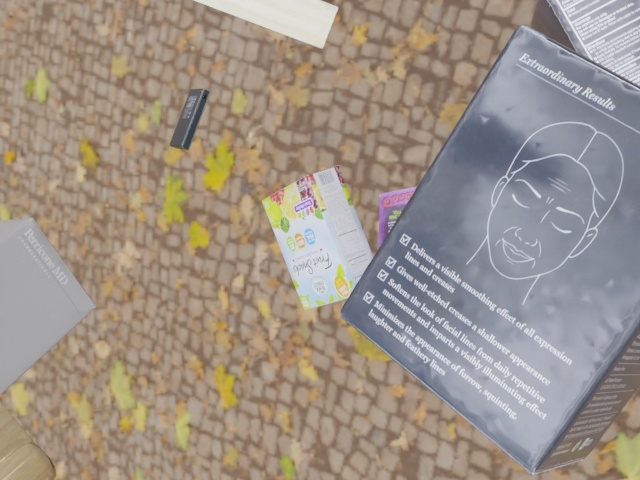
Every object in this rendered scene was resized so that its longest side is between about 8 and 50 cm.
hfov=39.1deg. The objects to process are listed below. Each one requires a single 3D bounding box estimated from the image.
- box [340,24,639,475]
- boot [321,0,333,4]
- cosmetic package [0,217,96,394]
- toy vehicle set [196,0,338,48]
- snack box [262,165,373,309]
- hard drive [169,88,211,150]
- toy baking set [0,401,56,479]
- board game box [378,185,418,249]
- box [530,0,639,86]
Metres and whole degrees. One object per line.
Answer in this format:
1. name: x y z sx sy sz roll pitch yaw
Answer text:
1. box: 0.268 0.013 1.031 0.293 0.212 0.396 39 104 30
2. boot: -0.008 -0.517 1.706 0.280 0.264 0.096 -34 79 16
3. cosmetic package: -0.360 0.094 0.905 0.107 0.238 0.127 0 129 49
4. toy vehicle set: -0.114 -0.230 0.775 0.166 0.266 0.035 -91 21 -76
5. snack box: 0.000 0.000 1.493 0.174 0.070 0.207 -24 89 59
6. hard drive: -0.285 -0.263 1.960 0.094 0.022 0.135 17 86 63
7. toy baking set: -0.211 0.070 0.247 0.030 0.256 0.197 -36 70 61
8. board game box: 0.255 -0.010 1.579 0.346 0.056 0.208 -9 73 36
9. box: 0.558 -0.337 1.510 0.296 0.183 0.294 -27 81 3
